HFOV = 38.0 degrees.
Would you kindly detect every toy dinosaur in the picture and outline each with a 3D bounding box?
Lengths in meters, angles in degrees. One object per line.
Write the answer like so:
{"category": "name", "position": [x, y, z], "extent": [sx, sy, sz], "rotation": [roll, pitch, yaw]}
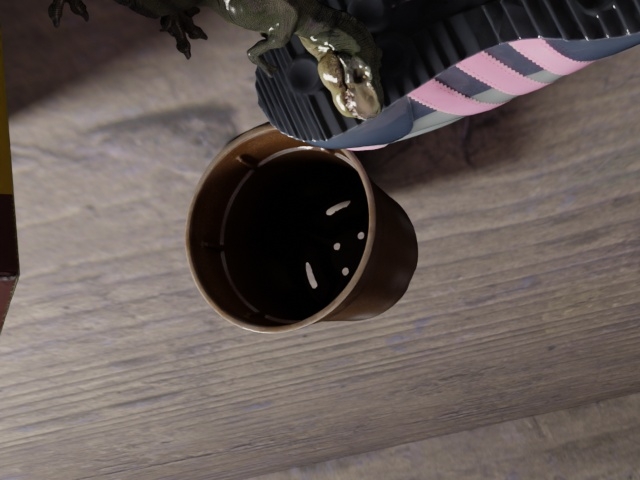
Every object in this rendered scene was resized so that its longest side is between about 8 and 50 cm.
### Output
{"category": "toy dinosaur", "position": [-0.082, -0.145, 0.517], "extent": [0.268, 0.064, 0.118], "rotation": [28, 154, -32]}

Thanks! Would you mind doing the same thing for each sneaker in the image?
{"category": "sneaker", "position": [0.119, -0.145, 0.601], "extent": [0.318, 0.112, 0.131], "rotation": [-16, 173, 17]}

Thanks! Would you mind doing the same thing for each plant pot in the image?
{"category": "plant pot", "position": [0.000, 0.000, 0.791], "extent": [0.166, 0.167, 0.165], "rotation": [-22, 163, 21]}

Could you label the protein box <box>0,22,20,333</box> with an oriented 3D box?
{"category": "protein box", "position": [-0.260, -0.026, 0.530], "extent": [0.135, 0.200, 0.201], "rotation": [0, 154, -26]}
